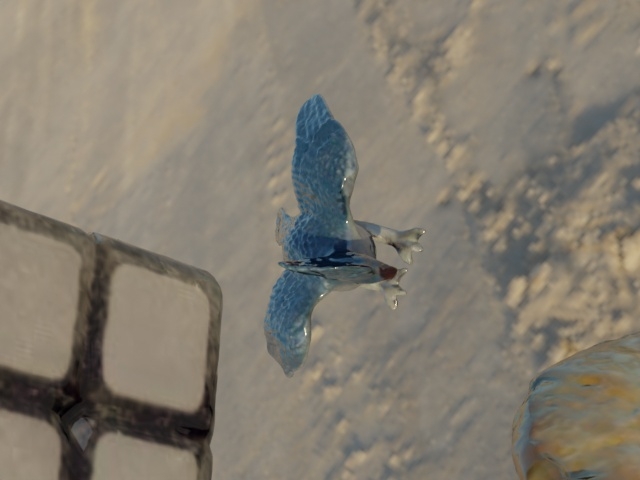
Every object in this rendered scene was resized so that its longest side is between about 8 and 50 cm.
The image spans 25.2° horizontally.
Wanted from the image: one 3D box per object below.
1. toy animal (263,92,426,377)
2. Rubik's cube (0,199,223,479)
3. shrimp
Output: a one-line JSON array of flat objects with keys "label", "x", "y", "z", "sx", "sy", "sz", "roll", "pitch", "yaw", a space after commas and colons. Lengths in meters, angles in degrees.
[{"label": "toy animal", "x": 0.000, "y": 0.000, "z": 1.155, "sx": 0.255, "sy": 0.176, "sz": 0.239, "roll": 13, "pitch": 92, "yaw": 52}, {"label": "Rubik's cube", "x": -0.185, "y": 0.105, "z": 0.343, "sx": 0.237, "sy": 0.237, "sz": 0.238, "roll": -16, "pitch": 62, "yaw": 42}, {"label": "shrimp", "x": 0.157, "y": 0.052, "z": 0.385, "sx": 0.126, "sy": 0.223, "sz": 0.048, "roll": -144, "pitch": 51, "yaw": -58}]
